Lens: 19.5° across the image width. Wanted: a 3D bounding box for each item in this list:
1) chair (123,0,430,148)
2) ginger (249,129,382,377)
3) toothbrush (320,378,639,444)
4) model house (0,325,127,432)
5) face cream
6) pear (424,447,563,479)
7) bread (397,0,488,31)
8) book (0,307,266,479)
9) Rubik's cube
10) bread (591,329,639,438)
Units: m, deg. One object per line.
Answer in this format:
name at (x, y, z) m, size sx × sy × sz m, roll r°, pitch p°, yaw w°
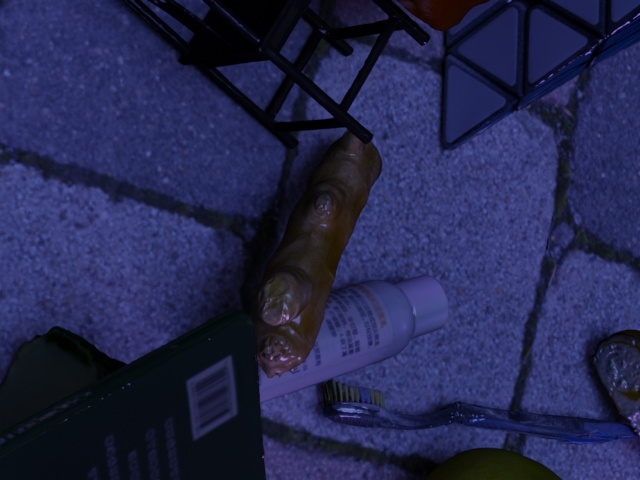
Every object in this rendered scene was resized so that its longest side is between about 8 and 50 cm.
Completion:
chair at (-0.055, -0.209, 1.693) m, size 0.260 × 0.154 × 0.141 m, roll 40°, pitch 69°, yaw -27°
ginger at (-0.003, -0.001, 1.709) m, size 0.065 × 0.118 × 0.299 m, roll 18°, pitch 46°, yaw 5°
toothbrush at (0.177, 0.183, 1.889) m, size 0.413 × 0.035 × 0.042 m, roll 10°, pitch 64°, yaw -31°
model house at (-0.182, 0.210, 1.589) m, size 0.189 × 0.195 × 0.214 m, roll 33°, pitch 75°, yaw -35°
face cream at (0.005, 0.092, 1.760) m, size 0.269 × 0.082 × 0.082 m, roll -16°, pitch 97°, yaw -30°
pear at (0.152, 0.304, 1.796) m, size 0.216 × 0.166 × 0.180 m, roll -38°, pitch 105°, yaw -22°
bread at (0.043, -0.335, 1.683) m, size 0.114 × 0.295 × 0.327 m, roll -41°, pitch 117°, yaw 12°
book at (-0.184, 0.237, 1.456) m, size 0.371 × 0.043 × 0.260 m, roll -28°, pitch 125°, yaw -38°
Rubik's cube at (0.245, -0.241, 1.877) m, size 0.228 × 0.233 × 0.229 m, roll -83°, pitch 173°, yaw -48°
bread at (0.364, 0.161, 1.975) m, size 0.094 × 0.083 × 0.157 m, roll -15°, pitch 75°, yaw -61°
